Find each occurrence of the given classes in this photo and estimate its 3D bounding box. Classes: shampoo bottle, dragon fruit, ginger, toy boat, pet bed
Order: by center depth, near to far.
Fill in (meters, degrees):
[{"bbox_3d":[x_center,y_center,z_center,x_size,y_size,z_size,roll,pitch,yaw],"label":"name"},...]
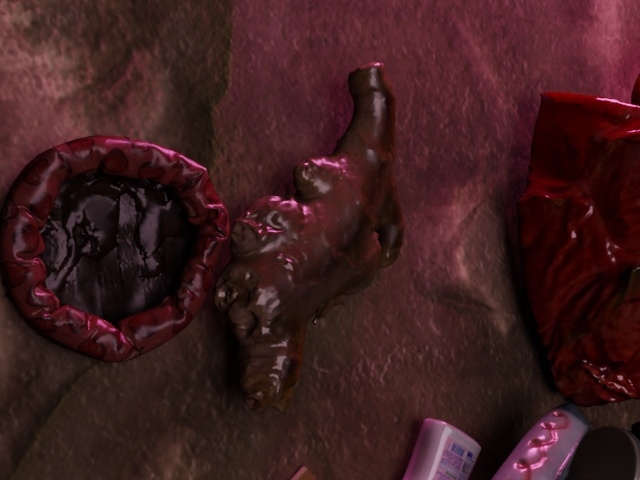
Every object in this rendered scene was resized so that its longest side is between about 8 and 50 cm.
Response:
[{"bbox_3d":[-0.172,0.004,0.927,0.201,0.053,0.201,2,87,-28],"label":"pet bed"},{"bbox_3d":[-0.001,0.002,1.029,0.166,0.080,0.333,54,54,-36],"label":"ginger"},{"bbox_3d":[0.115,0.235,1.107,0.072,0.043,0.099,36,69,-34],"label":"shampoo bottle"},{"bbox_3d":[0.197,0.248,1.121,0.079,0.134,0.207,30,47,17],"label":"toy boat"},{"bbox_3d":[0.359,0.033,1.223,0.240,0.302,0.330,4,102,-65],"label":"dragon fruit"}]

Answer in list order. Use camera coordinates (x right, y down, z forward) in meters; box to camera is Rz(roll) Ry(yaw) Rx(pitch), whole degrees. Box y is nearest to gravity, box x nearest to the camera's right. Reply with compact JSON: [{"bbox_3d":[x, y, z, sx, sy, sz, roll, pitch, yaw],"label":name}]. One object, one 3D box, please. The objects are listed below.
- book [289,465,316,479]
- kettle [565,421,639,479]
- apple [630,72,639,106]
[{"bbox_3d":[-0.005,0.313,1.041,0.118,0.012,0.172,-44,110,-27],"label":"book"},{"bbox_3d":[0.372,0.323,1.232,0.243,0.160,0.211,27,101,-22],"label":"kettle"},{"bbox_3d":[0.450,-0.158,1.281,0.168,0.181,0.181,-37,108,-9],"label":"apple"}]
